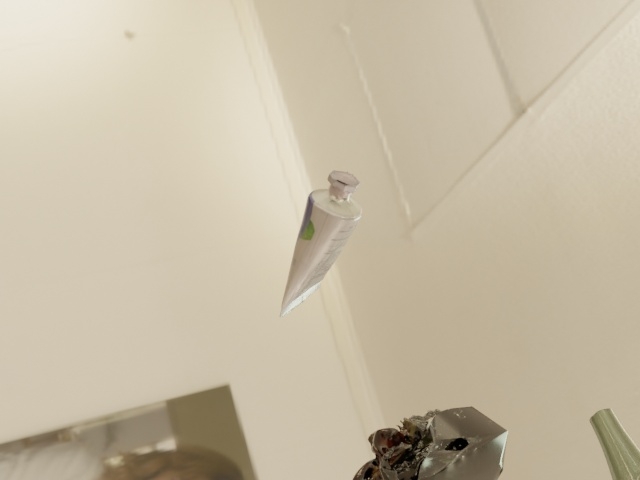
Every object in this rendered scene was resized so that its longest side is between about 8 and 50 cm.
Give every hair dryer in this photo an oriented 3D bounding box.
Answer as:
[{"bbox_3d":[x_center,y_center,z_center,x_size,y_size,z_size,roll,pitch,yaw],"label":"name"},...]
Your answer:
[{"bbox_3d":[0.494,0.314,1.398,0.229,0.092,0.267,-119,-159,-51],"label":"hair dryer"}]

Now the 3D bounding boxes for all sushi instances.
[{"bbox_3d":[0.173,0.411,1.577,0.212,0.215,0.227,33,-48,44],"label":"sushi"}]

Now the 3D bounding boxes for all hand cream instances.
[{"bbox_3d":[0.000,0.000,0.864,0.053,0.084,0.142,31,-61,16],"label":"hand cream"}]
